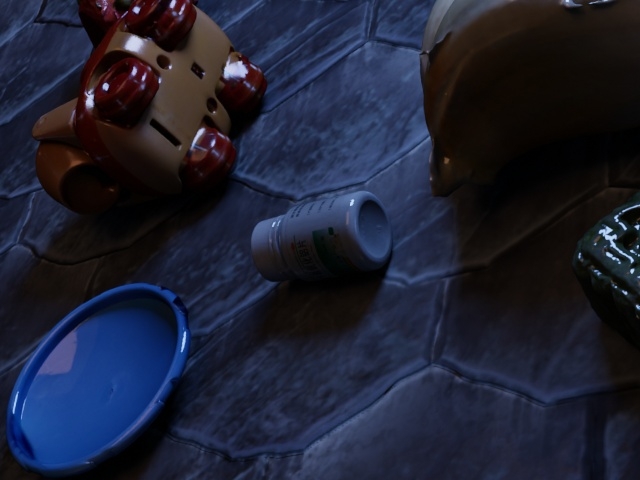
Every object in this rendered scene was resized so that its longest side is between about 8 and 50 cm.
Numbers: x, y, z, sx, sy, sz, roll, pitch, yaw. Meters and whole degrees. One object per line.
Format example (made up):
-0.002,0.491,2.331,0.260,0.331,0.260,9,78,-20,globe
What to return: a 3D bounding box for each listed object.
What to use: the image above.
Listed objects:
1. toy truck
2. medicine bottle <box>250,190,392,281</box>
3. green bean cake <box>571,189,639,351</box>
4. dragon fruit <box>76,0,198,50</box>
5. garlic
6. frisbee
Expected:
-0.220,-0.153,1.738,0.239,0.189,0.265,-15,43,43,toy truck
0.000,0.000,1.467,0.130,0.080,0.080,-13,45,33,medicine bottle
0.318,0.015,1.171,0.185,0.094,0.183,-37,36,-3,green bean cake
-0.236,-0.324,1.961,0.172,0.160,0.166,-37,-2,-18,dragon fruit
0.225,-0.185,1.381,0.313,0.286,0.249,-31,82,22,garlic
-0.230,0.151,1.548,0.242,0.045,0.242,-24,39,22,frisbee
